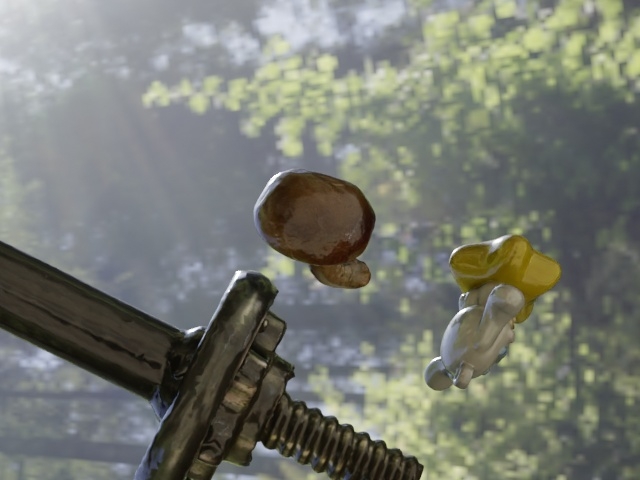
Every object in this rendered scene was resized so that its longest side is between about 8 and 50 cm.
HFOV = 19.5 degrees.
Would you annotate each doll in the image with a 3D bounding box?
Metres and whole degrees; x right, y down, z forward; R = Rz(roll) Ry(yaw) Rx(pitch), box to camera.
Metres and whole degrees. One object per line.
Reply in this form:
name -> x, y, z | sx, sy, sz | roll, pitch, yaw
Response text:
doll -> 0.111, 0.048, 1.257 | 0.071, 0.135, 0.113 | 29, -100, -2

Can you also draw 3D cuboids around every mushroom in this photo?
mushroom -> 0.006, -0.009, 1.359 | 0.073, 0.088, 0.129 | -52, -38, 0

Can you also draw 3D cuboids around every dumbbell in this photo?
dumbbell -> -0.086, 0.019, 0.563 | 0.254, 0.110, 0.110 | 26, -113, -2
